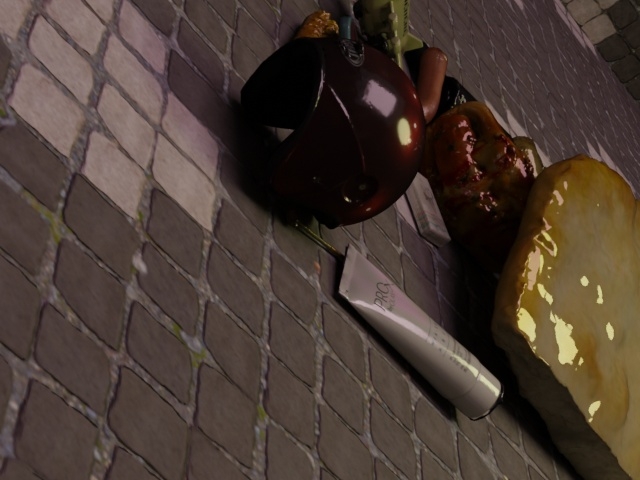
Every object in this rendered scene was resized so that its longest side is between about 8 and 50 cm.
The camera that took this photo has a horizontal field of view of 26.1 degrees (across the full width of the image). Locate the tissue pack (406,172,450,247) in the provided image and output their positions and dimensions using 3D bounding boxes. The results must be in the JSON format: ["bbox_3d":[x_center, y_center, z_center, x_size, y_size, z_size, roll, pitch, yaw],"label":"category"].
[{"bbox_3d":[0.140,-0.046,1.863,0.056,0.023,0.108,30,33,-50],"label":"tissue pack"}]

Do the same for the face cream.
[{"bbox_3d":[0.107,0.107,1.547,0.244,0.058,0.092,43,29,-20],"label":"face cream"}]

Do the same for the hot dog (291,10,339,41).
[{"bbox_3d":[-0.003,-0.254,1.807,0.071,0.045,0.165,51,22,-14],"label":"hot dog"}]

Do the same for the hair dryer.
[{"bbox_3d":[0.199,-0.232,2.180,0.197,0.089,0.251,34,25,-45],"label":"hair dryer"}]

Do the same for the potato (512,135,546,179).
[{"bbox_3d":[0.355,-0.113,2.360,0.091,0.070,0.138,14,49,-63],"label":"potato"}]

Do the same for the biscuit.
[{"bbox_3d":[0.368,0.102,1.875,0.429,0.104,0.446,44,49,-36],"label":"biscuit"}]

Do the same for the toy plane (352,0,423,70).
[{"bbox_3d":[0.096,-0.335,2.025,0.256,0.104,0.241,55,23,-60],"label":"toy plane"}]

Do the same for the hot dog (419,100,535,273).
[{"bbox_3d":[0.235,-0.073,1.948,0.256,0.150,0.153,60,12,4],"label":"hot dog"}]

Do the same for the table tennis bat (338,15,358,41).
[{"bbox_3d":[0.043,-0.184,1.781,0.153,0.040,0.244,74,11,-46],"label":"table tennis bat"}]

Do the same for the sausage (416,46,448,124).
[{"bbox_3d":[0.158,-0.225,2.028,0.176,0.040,0.047,-74,162,-46],"label":"sausage"}]

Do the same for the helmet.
[{"bbox_3d":[0.016,-0.118,1.487,0.189,0.193,0.216,-109,-169,-50],"label":"helmet"}]

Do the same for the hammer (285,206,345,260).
[{"bbox_3d":[0.000,0.000,1.511,0.123,0.014,0.029,39,24,-44],"label":"hammer"}]
